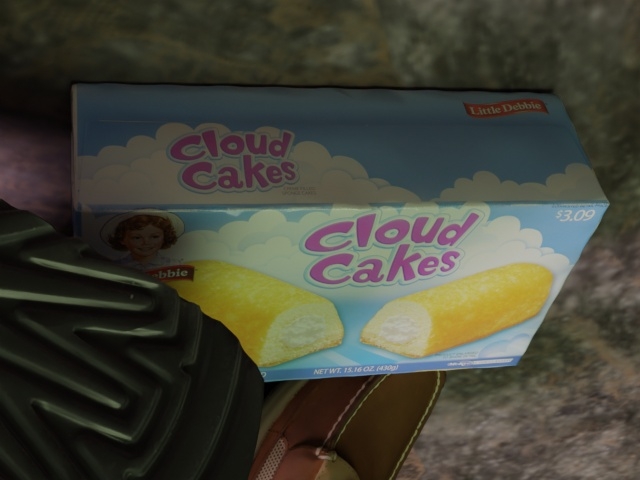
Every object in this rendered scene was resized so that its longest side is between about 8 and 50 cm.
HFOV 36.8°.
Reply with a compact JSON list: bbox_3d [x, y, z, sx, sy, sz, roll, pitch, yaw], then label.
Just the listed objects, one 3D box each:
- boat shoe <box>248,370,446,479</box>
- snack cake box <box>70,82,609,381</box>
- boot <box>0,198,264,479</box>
[{"bbox_3d":[-0.014,0.203,0.623,0.324,0.120,0.122,-50,132,-17],"label":"boat shoe"},{"bbox_3d":[0.000,0.000,0.529,0.265,0.089,0.152,-2,141,-14],"label":"snack cake box"},{"bbox_3d":[-0.260,0.092,0.523,0.367,0.146,0.445,37,147,-5],"label":"boot"}]
